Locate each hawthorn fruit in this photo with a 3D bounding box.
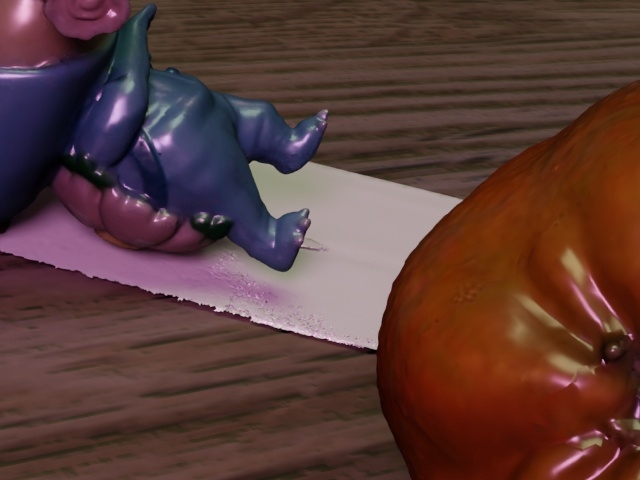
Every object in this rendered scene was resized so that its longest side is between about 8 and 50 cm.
[{"bbox_3d":[0.105,0.038,0.496,0.189,0.189,0.189,11,25,-5],"label":"hawthorn fruit"}]

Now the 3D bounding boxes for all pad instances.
[{"bbox_3d":[0.000,0.000,0.710,0.232,0.004,0.156,14,25,2],"label":"pad"}]

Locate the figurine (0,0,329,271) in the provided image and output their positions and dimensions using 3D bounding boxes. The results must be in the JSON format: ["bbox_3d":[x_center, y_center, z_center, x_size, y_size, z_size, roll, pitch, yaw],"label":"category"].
[{"bbox_3d":[-0.080,-0.060,0.636,0.178,0.144,0.114,19,39,-12],"label":"figurine"}]
